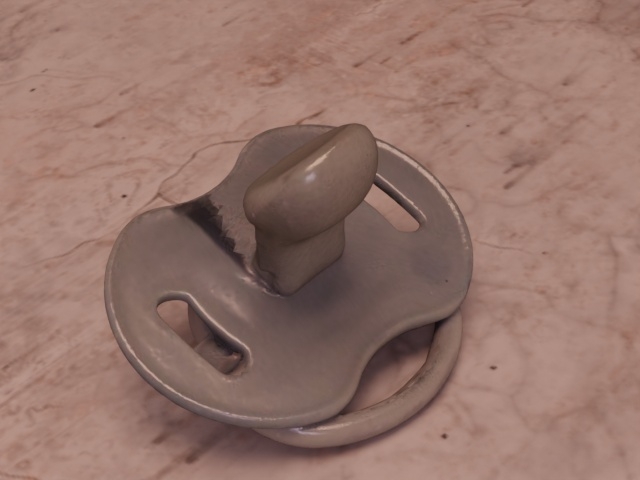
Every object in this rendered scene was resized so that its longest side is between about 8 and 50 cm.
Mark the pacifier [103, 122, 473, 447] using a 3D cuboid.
[{"bbox_3d":[0.000,0.000,0.932,0.227,0.207,0.279,38,54,20],"label":"pacifier"}]
